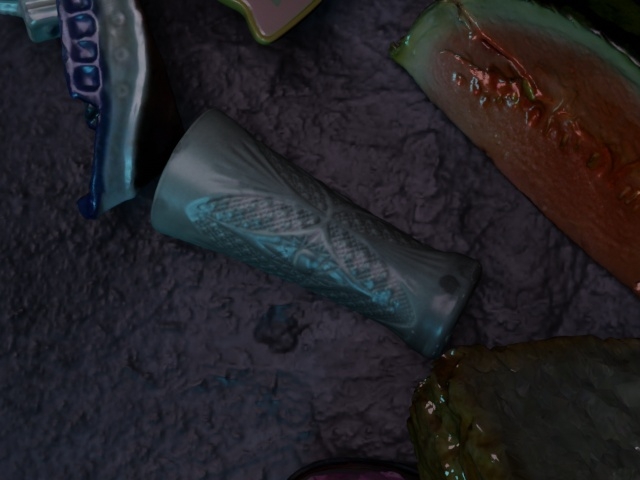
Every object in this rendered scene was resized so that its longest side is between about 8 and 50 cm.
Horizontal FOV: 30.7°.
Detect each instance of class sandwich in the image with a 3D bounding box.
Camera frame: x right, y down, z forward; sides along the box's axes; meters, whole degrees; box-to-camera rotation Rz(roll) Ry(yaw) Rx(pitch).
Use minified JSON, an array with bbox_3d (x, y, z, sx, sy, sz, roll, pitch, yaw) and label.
[{"bbox_3d":[0.239,0.165,0.650,0.325,0.131,0.262,-10,56,-16],"label":"sandwich"}]

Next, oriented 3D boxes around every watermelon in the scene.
[{"bbox_3d":[0.197,-0.089,0.760,0.159,0.128,0.303,-44,79,2],"label":"watermelon"}]

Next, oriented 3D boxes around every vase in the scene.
[{"bbox_3d":[0.000,0.000,0.801,0.219,0.096,0.096,28,88,8],"label":"vase"}]

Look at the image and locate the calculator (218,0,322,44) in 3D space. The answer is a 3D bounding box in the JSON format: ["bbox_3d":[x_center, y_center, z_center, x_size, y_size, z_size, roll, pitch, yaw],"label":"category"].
[{"bbox_3d":[-0.031,-0.252,0.830,0.157,0.033,0.236,32,69,-2],"label":"calculator"}]

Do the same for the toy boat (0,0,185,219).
[{"bbox_3d":[-0.180,-0.145,0.828,0.115,0.114,0.262,-20,84,-7],"label":"toy boat"}]

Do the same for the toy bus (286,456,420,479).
[{"bbox_3d":[0.021,0.295,0.735,0.127,0.147,0.303,5,85,4],"label":"toy bus"}]
